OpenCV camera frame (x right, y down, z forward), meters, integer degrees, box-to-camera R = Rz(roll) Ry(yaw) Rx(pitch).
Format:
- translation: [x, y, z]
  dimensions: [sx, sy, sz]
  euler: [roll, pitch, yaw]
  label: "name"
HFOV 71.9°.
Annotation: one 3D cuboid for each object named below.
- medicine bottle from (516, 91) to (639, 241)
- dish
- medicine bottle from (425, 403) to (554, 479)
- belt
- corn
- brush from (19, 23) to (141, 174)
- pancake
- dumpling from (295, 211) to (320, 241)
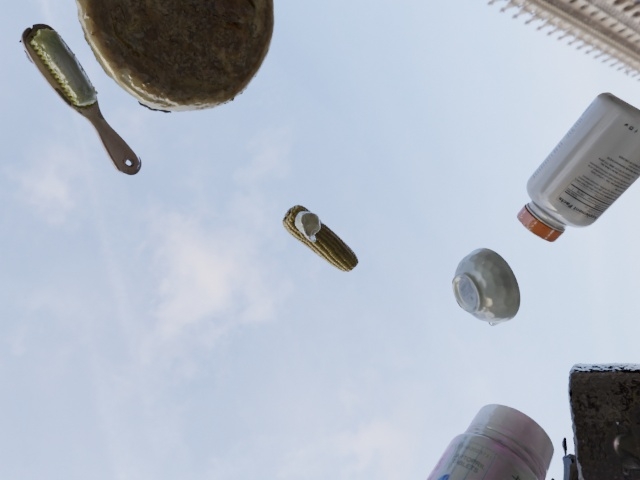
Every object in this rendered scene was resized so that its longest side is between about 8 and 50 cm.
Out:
- translation: [0.529, -0.133, 0.886]
  dimensions: [0.157, 0.288, 0.157]
  euler: [21, -147, -14]
  label: "medicine bottle"
- translation: [0.555, 0.172, 1.552]
  dimensions: [0.120, 0.303, 0.303]
  euler: [-14, -88, -18]
  label: "dish"
- translation: [0.243, 0.383, 0.666]
  dimensions: [0.254, 0.152, 0.152]
  euler: [-37, -76, -34]
  label: "medicine bottle"
- translation: [0.341, 0.280, 0.476]
  dimensions: [0.184, 0.164, 0.289]
  euler: [37, -129, -45]
  label: "belt"
- translation: [0.000, 0.000, 1.130]
  dimensions: [0.231, 0.080, 0.080]
  euler: [41, -117, -17]
  label: "corn"
- translation: [-0.438, -0.251, 0.843]
  dimensions: [0.072, 0.067, 0.313]
  euler: [-44, -48, -25]
  label: "brush"
- translation: [-0.264, -0.429, 0.839]
  dimensions: [0.382, 0.071, 0.382]
  euler: [-14, -64, -32]
  label: "pancake"
- translation: [-0.027, -0.028, 0.886]
  dimensions: [0.052, 0.076, 0.057]
  euler: [9, -97, -19]
  label: "dumpling"
